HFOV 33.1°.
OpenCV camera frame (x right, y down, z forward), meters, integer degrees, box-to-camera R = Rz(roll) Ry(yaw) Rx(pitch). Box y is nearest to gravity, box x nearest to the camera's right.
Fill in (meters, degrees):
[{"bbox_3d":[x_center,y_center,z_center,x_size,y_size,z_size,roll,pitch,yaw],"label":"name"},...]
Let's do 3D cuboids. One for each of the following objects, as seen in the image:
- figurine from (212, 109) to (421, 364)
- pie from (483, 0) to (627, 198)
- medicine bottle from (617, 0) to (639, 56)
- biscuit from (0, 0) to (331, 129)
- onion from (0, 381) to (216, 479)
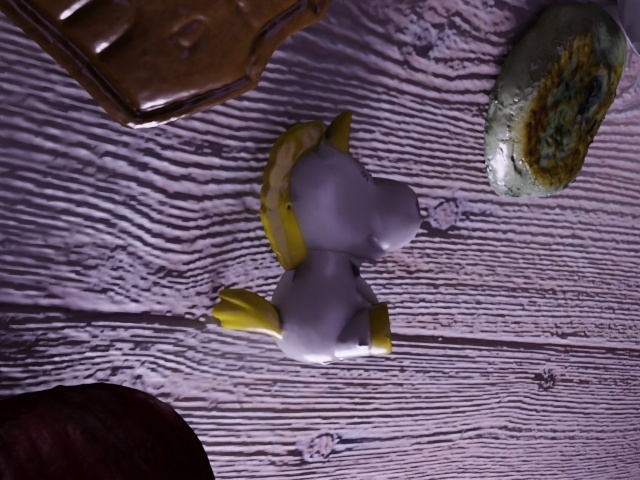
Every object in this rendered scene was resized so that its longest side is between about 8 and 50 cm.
[{"bbox_3d":[0.007,-0.001,0.752,0.129,0.109,0.178,10,104,-29],"label":"figurine"},{"bbox_3d":[0.208,-0.119,0.936,0.187,0.041,0.187,-28,132,-36],"label":"pie"},{"bbox_3d":[0.432,-0.205,1.014,0.332,0.190,0.190,8,108,-51],"label":"medicine bottle"},{"bbox_3d":[-0.056,-0.163,0.542,0.215,0.034,0.182,-41,132,4],"label":"biscuit"},{"bbox_3d":[-0.161,0.197,0.601,0.246,0.190,0.246,-26,146,-19],"label":"onion"}]
